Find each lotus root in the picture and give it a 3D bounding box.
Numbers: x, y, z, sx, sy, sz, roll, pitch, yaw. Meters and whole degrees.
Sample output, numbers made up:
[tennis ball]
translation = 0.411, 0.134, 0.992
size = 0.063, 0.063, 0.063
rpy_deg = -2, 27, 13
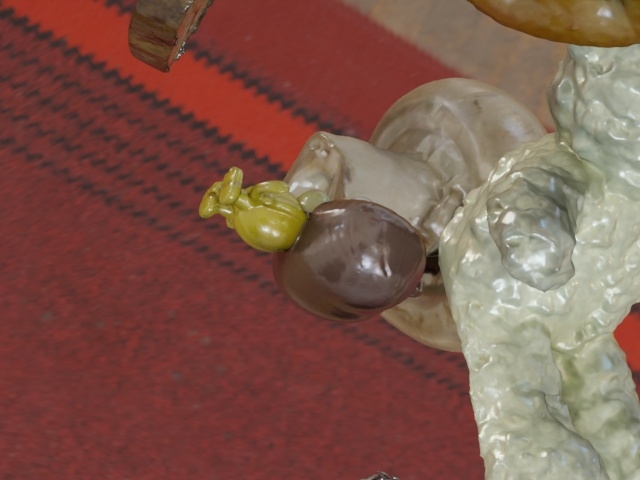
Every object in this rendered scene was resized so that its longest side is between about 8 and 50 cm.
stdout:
[lotus root]
translation = -0.142, -0.285, 1.931
size = 0.074, 0.170, 0.261
rpy_deg = 31, 109, -3

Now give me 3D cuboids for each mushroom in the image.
[mushroom]
translation = 0.106, -0.022, 1.854
size = 0.290, 0.292, 0.293
rpy_deg = -1, 86, -44

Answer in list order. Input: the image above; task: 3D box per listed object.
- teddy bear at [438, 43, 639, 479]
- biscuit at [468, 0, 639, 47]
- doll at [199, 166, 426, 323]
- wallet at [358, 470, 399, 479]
[teddy bear]
translation = 0.259, -0.015, 1.301
size = 0.327, 0.362, 0.375
rpy_deg = 10, 50, -45
[biscuit]
translation = 0.163, -0.203, 1.108
size = 0.220, 0.220, 0.066
rpy_deg = 26, 60, -19
[doll]
translation = 0.004, -0.004, 1.419
size = 0.188, 0.145, 0.096
rpy_deg = 46, 47, -36
[wallet]
translation = 0.072, 0.334, 1.596
size = 0.170, 0.069, 0.231
rpy_deg = -40, 109, -6
